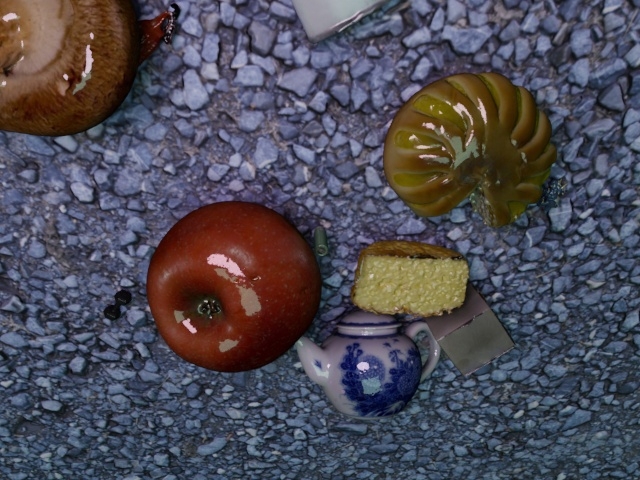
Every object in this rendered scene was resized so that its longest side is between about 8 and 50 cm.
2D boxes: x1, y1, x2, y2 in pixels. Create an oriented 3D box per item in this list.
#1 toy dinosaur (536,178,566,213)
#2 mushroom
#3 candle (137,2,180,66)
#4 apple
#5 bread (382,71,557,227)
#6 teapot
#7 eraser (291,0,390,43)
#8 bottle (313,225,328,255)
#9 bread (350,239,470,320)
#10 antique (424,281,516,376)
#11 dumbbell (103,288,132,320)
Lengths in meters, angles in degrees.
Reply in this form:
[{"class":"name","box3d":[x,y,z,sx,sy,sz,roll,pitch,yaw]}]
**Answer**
[{"class":"toy dinosaur","box3d":[0.499,-0.094,1.010,0.047,0.030,0.083,12,121,-7]},{"class":"mushroom","box3d":[-0.443,-0.317,0.708,0.345,0.239,0.345,0,91,-15]},{"class":"candle","box3d":[-0.359,-0.311,0.823,0.302,0.084,0.059,-37,148,12]},{"class":"apple","box3d":[-0.170,0.093,0.934,0.348,0.277,0.348,3,106,12]},{"class":"bread","box3d":[0.287,-0.160,0.885,0.333,0.160,0.333,-2,121,-3]},{"class":"teapot","box3d":[0.116,0.267,1.117,0.424,0.252,0.280,1,86,-25]},{"class":"eraser","box3d":[0.001,-0.480,0.705,0.189,0.104,0.290,-22,120,16]},{"class":"bottle","box3d":[0.000,0.000,1.017,0.030,0.083,0.030,-1,123,-2]},{"class":"bread","box3d":[0.187,0.076,1.043,0.261,0.147,0.160,-1,113,-6]},{"class":"antique","box3d":[0.350,0.205,1.119,0.152,0.148,0.146,-35,114,8]},{"class":"dumbbell","box3d":[-0.489,0.156,1.122,0.036,0.040,0.083,13,127,-49]}]
